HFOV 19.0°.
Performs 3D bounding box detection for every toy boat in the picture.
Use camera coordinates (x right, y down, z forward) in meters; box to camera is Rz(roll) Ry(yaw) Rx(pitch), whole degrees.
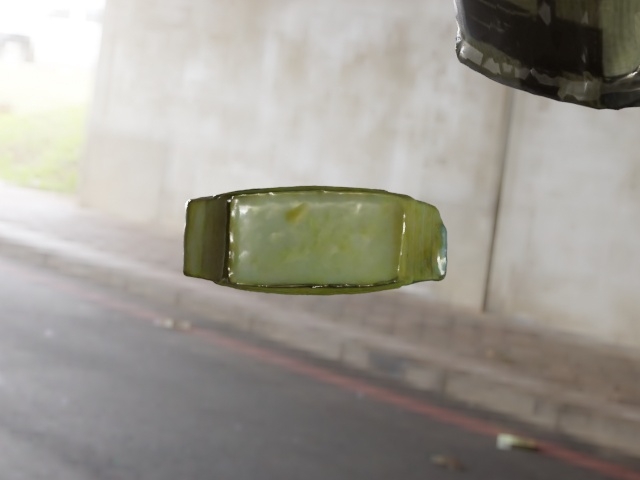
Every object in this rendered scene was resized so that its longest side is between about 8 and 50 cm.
[{"bbox_3d":[0.003,0.000,1.915,0.276,0.111,0.084,2,-4,-13],"label":"toy boat"}]

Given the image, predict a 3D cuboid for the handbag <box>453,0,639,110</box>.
[{"bbox_3d":[0.203,-0.247,0.811,0.327,0.325,0.162,-15,24,-27],"label":"handbag"}]
